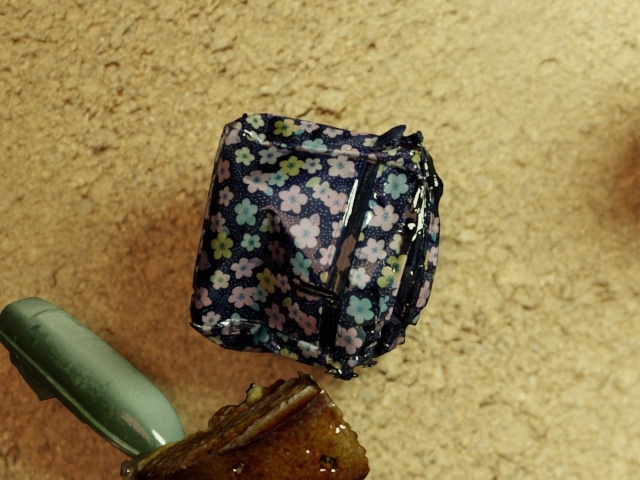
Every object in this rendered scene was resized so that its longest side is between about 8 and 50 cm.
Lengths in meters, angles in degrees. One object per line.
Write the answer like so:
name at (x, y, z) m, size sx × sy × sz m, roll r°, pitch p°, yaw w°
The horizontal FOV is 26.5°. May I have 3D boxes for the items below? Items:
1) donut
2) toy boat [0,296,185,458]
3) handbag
donut at (-0.063, 0.203, 1.186) m, size 0.187 × 0.144 × 0.126 m, roll -37°, pitch 101°, yaw -7°
toy boat at (-0.220, 0.147, 1.319) m, size 0.260 × 0.078 × 0.085 m, roll 34°, pitch 120°, yaw 31°
handbag at (0.000, 0.000, 1.199) m, size 0.208 × 0.127 × 0.228 m, roll 13°, pitch 91°, yaw 17°
